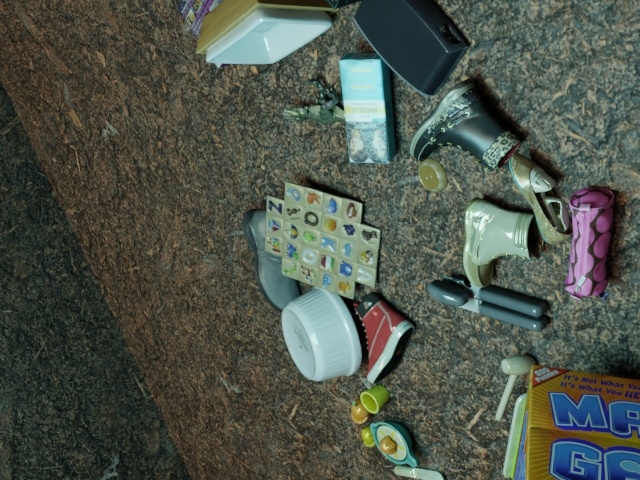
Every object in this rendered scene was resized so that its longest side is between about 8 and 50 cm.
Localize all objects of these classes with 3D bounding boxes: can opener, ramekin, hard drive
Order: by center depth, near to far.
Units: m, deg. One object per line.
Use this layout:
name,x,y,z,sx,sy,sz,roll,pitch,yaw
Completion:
hard drive,0.178,-0.436,1.741,0.254,0.054,0.172,51,143,14
can opener,0.374,0.145,1.870,0.280,0.093,0.074,14,122,39
ramekin,-0.006,0.265,2.305,0.273,0.127,0.273,50,150,43

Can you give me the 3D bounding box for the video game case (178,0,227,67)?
video game case,-0.271,-0.603,2.175,0.210,0.042,0.232,55,143,8

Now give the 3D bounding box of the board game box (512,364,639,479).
board game box,0.549,0.504,1.559,0.356,0.356,0.356,7,123,12

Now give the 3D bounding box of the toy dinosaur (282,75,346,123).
toy dinosaur,0.015,-0.325,2.008,0.268,0.064,0.118,18,135,38

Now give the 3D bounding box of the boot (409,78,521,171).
boot,0.296,-0.199,1.733,0.178,0.085,0.236,49,142,12

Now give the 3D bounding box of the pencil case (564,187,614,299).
pencil case,0.515,0.007,1.597,0.095,0.098,0.209,19,126,42

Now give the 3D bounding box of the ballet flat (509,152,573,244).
ballet flat,0.445,-0.088,1.644,0.067,0.073,0.206,-14,112,53

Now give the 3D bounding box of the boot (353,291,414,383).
boot,0.141,0.256,2.221,0.176,0.088,0.244,42,133,27

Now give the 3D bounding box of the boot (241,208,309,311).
boot,-0.081,0.058,2.335,0.223,0.118,0.338,-2,119,41

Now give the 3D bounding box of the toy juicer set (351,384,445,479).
toy juicer set,0.188,0.583,2.370,0.329,0.089,0.209,56,143,6

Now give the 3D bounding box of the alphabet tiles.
alphabet tiles,0.000,0.000,2.194,0.343,0.011,0.285,18,121,25

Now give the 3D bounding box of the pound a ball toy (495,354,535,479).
pound a ball toy,0.501,0.430,1.893,0.208,0.136,0.319,-123,27,-52

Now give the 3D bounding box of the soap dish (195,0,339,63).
soap dish,-0.130,-0.510,1.932,0.291,0.229,0.118,-18,82,53

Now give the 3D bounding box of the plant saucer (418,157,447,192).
plant saucer,0.249,-0.144,1.881,0.083,0.015,0.083,29,133,36

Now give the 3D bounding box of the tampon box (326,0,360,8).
tampon box,0.035,-0.598,1.765,0.161,0.101,0.120,50,142,16

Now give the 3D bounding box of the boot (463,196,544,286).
boot,0.392,0.023,1.775,0.165,0.077,0.213,18,126,40

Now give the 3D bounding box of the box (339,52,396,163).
box,0.108,-0.298,1.882,0.101,0.060,0.244,3,118,22
